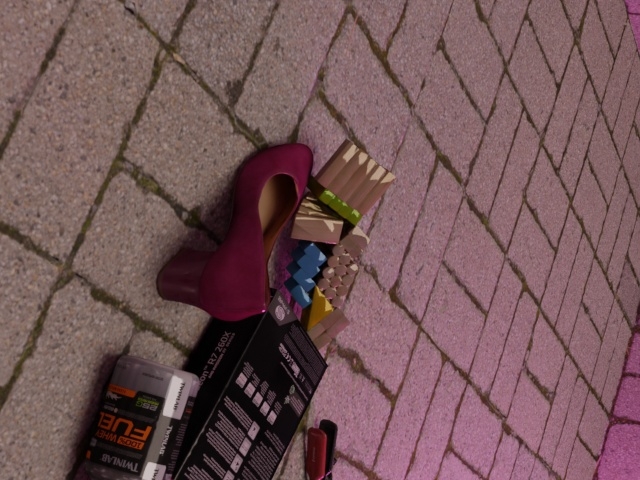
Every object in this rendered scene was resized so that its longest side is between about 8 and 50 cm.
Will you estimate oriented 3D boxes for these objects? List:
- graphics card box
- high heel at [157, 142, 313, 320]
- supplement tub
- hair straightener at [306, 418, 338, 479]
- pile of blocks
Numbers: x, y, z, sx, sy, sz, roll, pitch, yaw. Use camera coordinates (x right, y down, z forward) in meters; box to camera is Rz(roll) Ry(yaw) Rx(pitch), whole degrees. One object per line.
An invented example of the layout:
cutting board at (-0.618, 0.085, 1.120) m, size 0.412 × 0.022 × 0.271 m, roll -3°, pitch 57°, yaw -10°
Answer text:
graphics card box at (-0.135, 0.275, 1.519) m, size 0.370 × 0.094 × 0.232 m, roll -61°, pitch 143°, yaw -26°
high heel at (-0.063, -0.017, 1.472) m, size 0.377 × 0.181 × 0.127 m, roll -54°, pitch 140°, yaw -36°
supplement tub at (-0.240, 0.256, 1.323) m, size 0.117 × 0.117 × 0.190 m, roll 33°, pitch 69°, yaw -56°
hair straightener at (0.013, 0.434, 1.840) m, size 0.089 × 0.047 × 0.230 m, roll -25°, pitch 119°, yaw -53°
pile of blocks at (0.000, 0.000, 1.659) m, size 0.149 × 0.112 × 0.362 m, roll 11°, pitch 105°, yaw -21°
